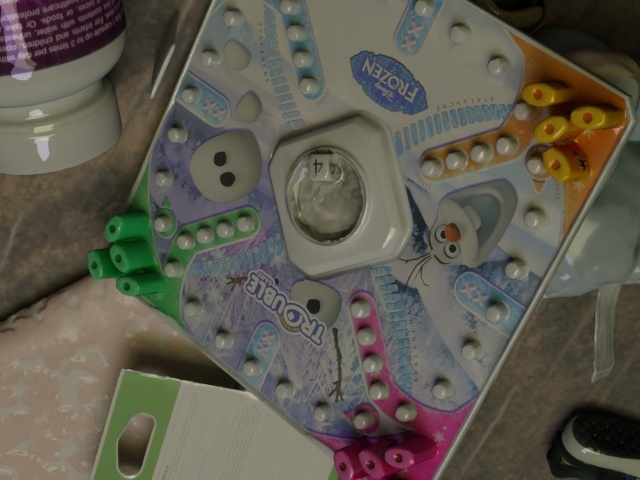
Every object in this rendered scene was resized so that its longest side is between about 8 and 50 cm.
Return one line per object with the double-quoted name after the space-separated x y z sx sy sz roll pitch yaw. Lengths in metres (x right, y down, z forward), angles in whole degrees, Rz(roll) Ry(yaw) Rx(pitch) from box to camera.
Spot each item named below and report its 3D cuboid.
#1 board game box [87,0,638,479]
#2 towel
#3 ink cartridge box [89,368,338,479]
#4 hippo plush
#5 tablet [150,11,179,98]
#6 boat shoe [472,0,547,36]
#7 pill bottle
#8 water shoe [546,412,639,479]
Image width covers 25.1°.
0.005 -0.035 1.177 0.390 0.050 0.390 36 113 26 "board game box"
-0.213 0.189 1.444 0.331 0.053 0.317 -27 116 10 "towel"
-0.096 0.201 1.399 0.235 0.056 0.171 14 116 -11 "ink cartridge box"
0.241 -0.058 1.233 0.234 0.236 0.294 10 108 -15 "hippo plush"
-0.135 -0.160 1.239 0.006 0.083 0.054 21 115 -13 "tablet"
0.131 -0.209 1.205 0.123 0.123 0.342 27 114 -16 "boat shoe"
-0.249 -0.213 1.157 0.169 0.169 0.302 -8 118 1 "pill bottle"
0.333 0.238 1.500 0.203 0.073 0.080 23 136 -10 "water shoe"
